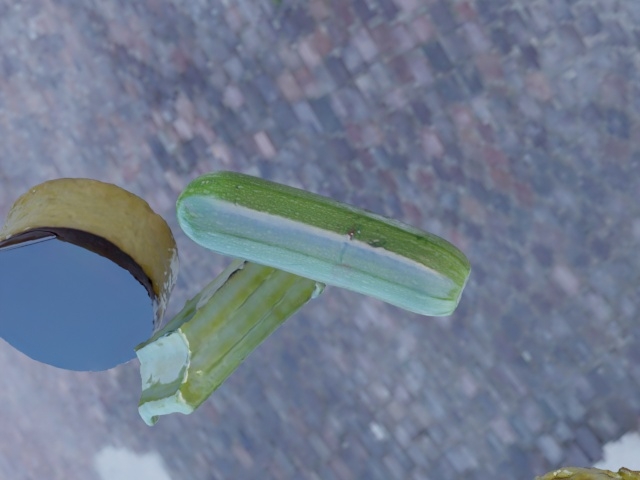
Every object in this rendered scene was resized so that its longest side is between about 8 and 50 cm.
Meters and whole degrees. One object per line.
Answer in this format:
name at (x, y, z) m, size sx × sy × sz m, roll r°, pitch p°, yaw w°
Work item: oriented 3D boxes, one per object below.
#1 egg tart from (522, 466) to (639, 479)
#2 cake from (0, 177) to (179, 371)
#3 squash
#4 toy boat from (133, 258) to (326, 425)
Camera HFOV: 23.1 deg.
egg tart at (0.157, 0.288, 0.994) m, size 0.294 × 0.295 × 0.116 m, roll 22°, pitch 162°, yaw 49°
cake at (-0.233, 0.011, 1.574) m, size 0.185 × 0.178 × 0.208 m, roll 10°, pitch 137°, yaw 2°
squash at (0.000, 0.000, 1.159) m, size 0.228 × 0.066 × 0.066 m, roll 18°, pitch 141°, yaw 13°
toy boat at (-0.076, 0.066, 1.483) m, size 0.111 × 0.276 × 0.084 m, roll -27°, pitch 99°, yaw 50°
